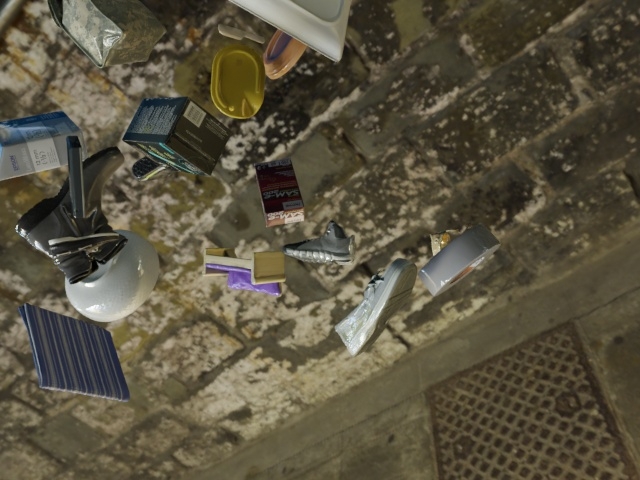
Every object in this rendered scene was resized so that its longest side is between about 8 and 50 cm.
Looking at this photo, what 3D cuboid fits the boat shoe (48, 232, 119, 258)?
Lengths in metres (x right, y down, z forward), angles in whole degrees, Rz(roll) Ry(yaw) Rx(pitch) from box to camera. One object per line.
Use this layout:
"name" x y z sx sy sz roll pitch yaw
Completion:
"boat shoe" -0.450 0.008 1.041 0.125 0.038 0.046 -10 1 -34

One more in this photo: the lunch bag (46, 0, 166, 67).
"lunch bag" -0.663 -0.682 1.644 0.169 0.287 0.235 -41 5 29

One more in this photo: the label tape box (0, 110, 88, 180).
"label tape box" -0.968 -0.308 1.758 0.347 0.115 0.249 -19 36 -30

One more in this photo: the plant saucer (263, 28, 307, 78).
"plant saucer" -0.085 -0.510 1.395 0.200 0.037 0.200 -35 39 34

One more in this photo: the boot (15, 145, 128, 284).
"boot" -0.580 -0.064 1.410 0.338 0.222 0.118 -50 2 -15

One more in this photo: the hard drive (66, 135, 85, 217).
"hard drive" -0.464 -0.122 1.029 0.094 0.022 0.135 41 130 55

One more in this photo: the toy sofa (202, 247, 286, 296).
"toy sofa" -0.306 0.122 2.126 0.362 0.150 0.177 3 92 46

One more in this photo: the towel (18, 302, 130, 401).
"towel" -0.644 0.308 1.441 0.040 0.336 0.243 -33 62 3

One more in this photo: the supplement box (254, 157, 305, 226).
"supplement box" -0.137 -0.163 1.805 0.130 0.073 0.240 -11 52 -8

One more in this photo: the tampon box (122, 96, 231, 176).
"tampon box" -0.278 -0.202 1.053 0.161 0.120 0.102 14 75 42

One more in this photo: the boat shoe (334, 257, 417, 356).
"boat shoe" 0.124 0.152 1.295 0.118 0.103 0.321 -25 -29 -40

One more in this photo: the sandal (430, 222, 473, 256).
"sandal" 0.357 0.016 1.654 0.088 0.079 0.240 -28 -24 -55

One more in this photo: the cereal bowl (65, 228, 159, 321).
"cereal bowl" -0.744 0.104 1.883 0.338 0.141 0.339 -8 63 15

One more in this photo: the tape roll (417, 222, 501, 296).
"tape roll" 0.359 0.051 1.414 0.219 0.072 0.219 -33 -18 -12

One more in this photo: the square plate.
"square plate" -0.054 -0.626 1.208 0.049 0.343 0.348 -14 61 56

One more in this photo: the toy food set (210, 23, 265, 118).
"toy food set" -0.202 -0.401 1.330 0.071 0.128 0.218 173 102 -75

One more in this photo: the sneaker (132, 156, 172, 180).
"sneaker" -0.517 -0.261 1.812 0.234 0.084 0.097 -19 -13 11

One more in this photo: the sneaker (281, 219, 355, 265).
"sneaker" 0.000 0.000 1.678 0.086 0.228 0.132 63 -145 -74
